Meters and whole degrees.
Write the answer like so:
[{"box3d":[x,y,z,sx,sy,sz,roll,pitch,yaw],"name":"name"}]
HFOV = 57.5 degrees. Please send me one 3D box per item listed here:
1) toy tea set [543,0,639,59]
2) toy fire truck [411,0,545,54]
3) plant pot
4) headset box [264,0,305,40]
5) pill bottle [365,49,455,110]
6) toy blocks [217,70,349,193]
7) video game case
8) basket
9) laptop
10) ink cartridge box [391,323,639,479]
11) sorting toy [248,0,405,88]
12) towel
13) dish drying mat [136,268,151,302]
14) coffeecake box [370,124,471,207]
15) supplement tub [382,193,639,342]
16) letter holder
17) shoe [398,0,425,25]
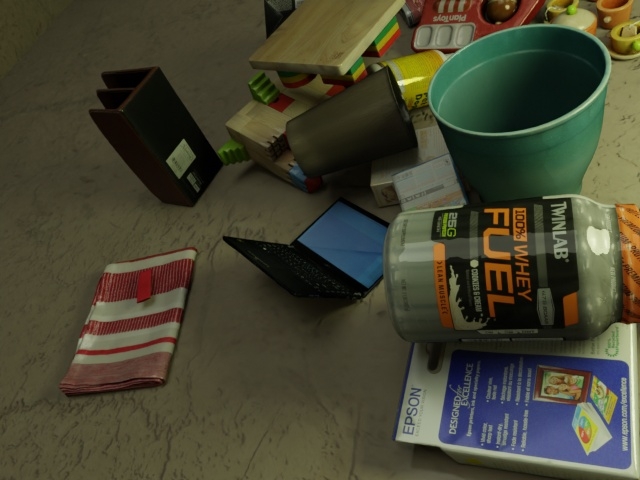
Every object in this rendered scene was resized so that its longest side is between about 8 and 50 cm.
[{"box3d":[0.584,-0.516,1.266,0.200,0.124,0.336,-10,47,18],"name":"toy tea set"},{"box3d":[0.380,-0.561,1.392,0.302,0.169,0.254,13,91,33],"name":"toy fire truck"},{"box3d":[0.344,-0.176,0.989,0.271,0.255,0.272,-14,45,15],"name":"plant pot"},{"box3d":[0.023,-0.570,1.522,0.218,0.110,0.293,2,10,27],"name":"headset box"},{"box3d":[0.210,-0.352,1.291,0.215,0.117,0.117,-17,42,-15],"name":"pill bottle"},{"box3d":[-0.022,-0.278,1.346,0.261,0.191,0.381,32,69,30],"name":"toy blocks"},{"box3d":[0.210,-0.067,1.075,0.119,0.015,0.166,-20,70,15],"name":"video game case"},{"box3d":[0.059,-0.224,1.159,0.226,0.154,0.204,-20,39,17],"name":"basket"},{"box3d":[0.000,0.000,1.087,0.234,0.264,0.137,32,107,43],"name":"laptop"},{"box3d":[0.285,0.176,0.842,0.307,0.072,0.304,-1,52,29],"name":"ink cartridge box"},{"box3d":[0.022,-0.425,1.260,0.255,0.089,0.257,17,59,37],"name":"sorting toy"},{"box3d":[-0.391,0.159,1.215,0.237,0.037,0.329,-11,47,17],"name":"towel"},{"box3d":[-0.373,0.097,1.236,0.032,0.008,0.083,-21,45,5],"name":"dish drying mat"},{"box3d":[0.200,-0.154,1.175,0.185,0.068,0.142,-9,47,19],"name":"coffeecake box"},{"box3d":[0.258,0.040,0.792,0.316,0.194,0.194,-6,49,22],"name":"supplement tub"},{"box3d":[-0.418,-0.243,1.397,0.214,0.302,0.152,8,55,32],"name":"letter holder"},{"box3d":[0.254,-0.662,1.611,0.081,0.063,0.178,-21,50,6],"name":"shoe"}]
